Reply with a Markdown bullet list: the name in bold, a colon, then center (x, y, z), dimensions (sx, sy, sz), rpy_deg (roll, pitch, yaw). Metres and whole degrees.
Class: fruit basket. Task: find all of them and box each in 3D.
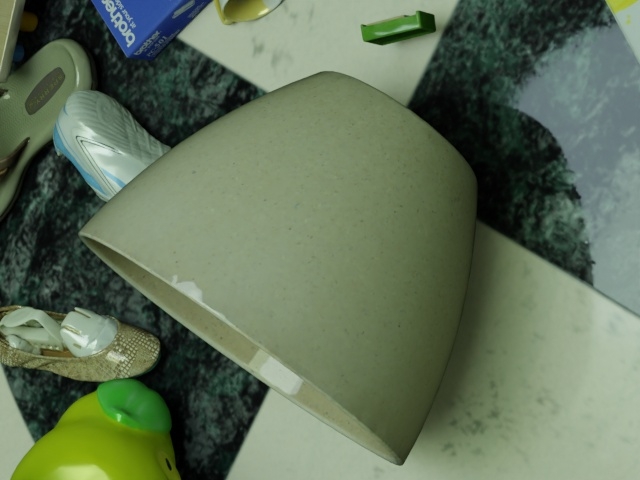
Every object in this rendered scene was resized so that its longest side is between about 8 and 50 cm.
- **fruit basket**: center (-0.209, 0.319, 1.475), dimensions (0.283, 0.392, 0.392), rpy_deg (32, 106, 26)

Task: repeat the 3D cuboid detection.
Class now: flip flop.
- **flip flop**: center (-0.338, -0.102, 1.651), dimensions (0.277, 0.080, 0.112), rpy_deg (-42, 71, 23)

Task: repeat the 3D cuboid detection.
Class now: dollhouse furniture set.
- **dollhouse furniture set**: center (0.064, -0.254, 1.421), dimensions (0.058, 0.076, 0.152), rpy_deg (-9, 87, 29)

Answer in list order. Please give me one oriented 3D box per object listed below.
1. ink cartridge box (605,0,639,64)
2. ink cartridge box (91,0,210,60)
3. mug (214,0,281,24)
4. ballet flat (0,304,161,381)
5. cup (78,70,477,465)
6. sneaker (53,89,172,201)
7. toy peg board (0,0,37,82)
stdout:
- **ink cartridge box**: center (0.349, -0.234, 1.155), dimensions (0.279, 0.160, 0.385), rpy_deg (-27, 93, 28)
- **ink cartridge box**: center (-0.199, -0.289, 1.590), dimensions (0.097, 0.046, 0.207), rpy_deg (-42, 71, 25)
- **mug**: center (-0.080, -0.246, 1.515), dimensions (0.078, 0.062, 0.064), rpy_deg (-30, 68, 20)
- **ballet flat**: center (-0.256, 0.099, 1.605), dimensions (0.206, 0.067, 0.073), rpy_deg (-1, 48, 29)
- **cup**: center (0.000, 0.000, 1.353), dimensions (0.331, 0.331, 0.237), rpy_deg (32, 80, 26)
- **sneaker**: center (-0.169, -0.052, 1.563), dimensions (0.237, 0.085, 0.086), rpy_deg (42, 136, 19)
- **toy peg board**: center (-0.346, -0.255, 1.653), dimensions (0.161, 0.079, 0.161), rpy_deg (19, 100, 32)
